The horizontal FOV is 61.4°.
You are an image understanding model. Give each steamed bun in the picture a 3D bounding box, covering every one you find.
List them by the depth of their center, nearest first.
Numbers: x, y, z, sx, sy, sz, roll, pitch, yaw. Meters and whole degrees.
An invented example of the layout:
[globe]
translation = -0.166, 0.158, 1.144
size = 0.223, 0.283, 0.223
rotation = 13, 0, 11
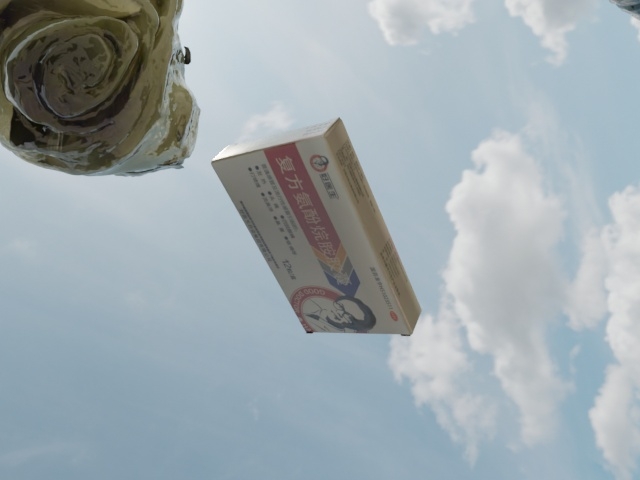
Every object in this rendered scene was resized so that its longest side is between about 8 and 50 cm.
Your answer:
[steamed bun]
translation = -0.333, -0.240, 0.748
size = 0.394, 0.347, 0.237
rotation = 40, -161, -20

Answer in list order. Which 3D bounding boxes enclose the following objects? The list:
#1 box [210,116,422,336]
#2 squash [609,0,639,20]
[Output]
[box]
translation = 0.000, 0.000, 0.836
size = 0.069, 0.214, 0.353
rotation = -55, -52, -42
[squash]
translation = 0.271, -0.215, 0.318
size = 0.252, 0.252, 0.165
rotation = 14, -66, -34
